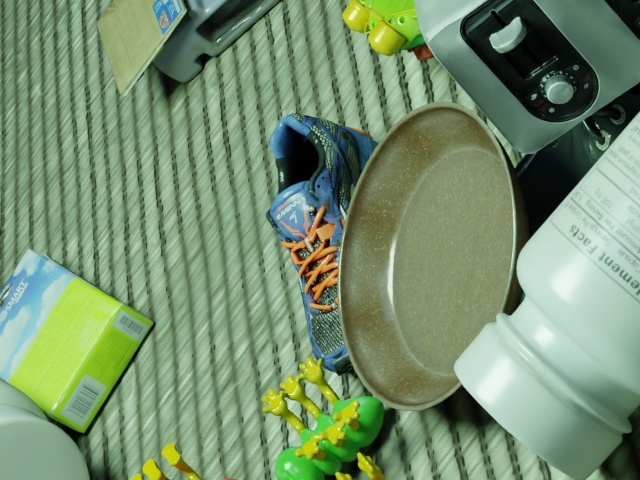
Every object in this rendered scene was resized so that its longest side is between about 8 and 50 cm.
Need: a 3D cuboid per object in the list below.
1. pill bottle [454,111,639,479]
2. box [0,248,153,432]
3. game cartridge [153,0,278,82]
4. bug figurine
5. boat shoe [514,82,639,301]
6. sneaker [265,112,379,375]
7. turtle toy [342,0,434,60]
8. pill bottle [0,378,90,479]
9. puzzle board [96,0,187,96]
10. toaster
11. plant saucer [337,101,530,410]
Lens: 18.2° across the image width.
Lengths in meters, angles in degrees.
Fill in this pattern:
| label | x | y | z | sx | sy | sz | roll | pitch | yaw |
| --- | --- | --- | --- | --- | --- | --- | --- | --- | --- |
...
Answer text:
| label | x | y | z | sx | sy | sz | roll | pitch | yaw |
| --- | --- | --- | --- | --- | --- | --- | --- | --- | --- |
| pill bottle | 0.188 | 0.020 | 1.139 | 0.229 | 0.131 | 0.131 | -50 | 35 | 8 |
| box | -0.219 | 0.080 | 1.649 | 0.109 | 0.042 | 0.178 | -58 | 35 | -5 |
| game cartridge | -0.028 | -0.323 | 1.740 | 0.355 | 0.068 | 0.230 | -40 | 42 | 22 |
| bug figurine | -0.021 | 0.204 | 1.288 | 0.216 | 0.072 | 0.279 | -43 | 32 | 4 |
| boat shoe | 0.204 | -0.105 | 1.236 | 0.340 | 0.113 | 0.127 | -42 | 38 | 19 |
| sneaker | 0.000 | 0.000 | 1.413 | 0.083 | 0.087 | 0.221 | -36 | 44 | 28 |
| turtle toy | 0.080 | -0.170 | 1.477 | 0.095 | 0.066 | 0.130 | -52 | 36 | 8 |
| pill bottle | -0.306 | 0.174 | 1.575 | 0.283 | 0.161 | 0.161 | 14 | 73 | 53 |
| puzzle board | -0.155 | -0.193 | 1.741 | 0.096 | 0.011 | 0.128 | -50 | 34 | 19 |
| toaster | 0.148 | -0.169 | 1.161 | 0.168 | 0.110 | 0.186 | -34 | 32 | 22 |
| plant saucer | 0.077 | 0.011 | 1.277 | 0.198 | 0.036 | 0.199 | -20 | 66 | 56 |
